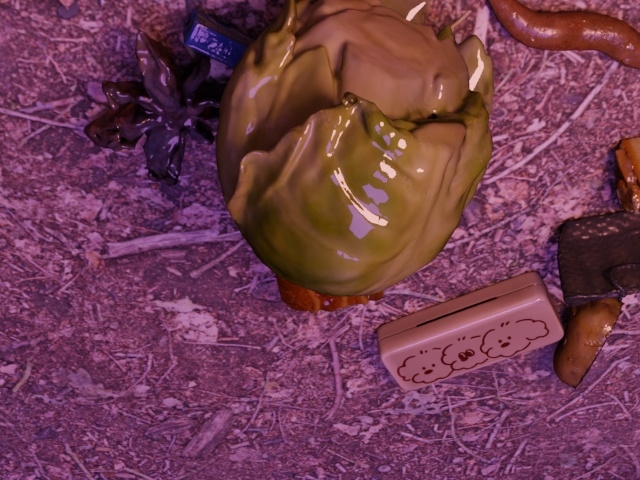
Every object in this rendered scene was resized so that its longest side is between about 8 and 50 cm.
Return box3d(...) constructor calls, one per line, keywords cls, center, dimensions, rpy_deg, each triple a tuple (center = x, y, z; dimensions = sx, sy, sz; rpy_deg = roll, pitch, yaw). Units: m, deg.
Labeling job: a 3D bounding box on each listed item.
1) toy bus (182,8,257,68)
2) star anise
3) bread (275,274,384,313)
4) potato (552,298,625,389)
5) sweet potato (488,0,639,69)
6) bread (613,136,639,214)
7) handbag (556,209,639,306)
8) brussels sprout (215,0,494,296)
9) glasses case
box3d(cls="toy bus", center=(-0.120, -0.271, 1.251), dimensions=(0.153, 0.061, 0.051), rpy_deg=(23, 122, -21))
box3d(cls="star anise", center=(-0.233, -0.181, 1.295), dimensions=(0.198, 0.110, 0.257), rpy_deg=(16, 135, -33))
box3d(cls="bread", center=(0.000, 0.000, 1.477), dimensions=(0.184, 0.114, 0.275), rpy_deg=(-8, 135, 5))
box3d(cls="potato", center=(0.496, 0.184, 1.671), dimensions=(0.081, 0.164, 0.200), rpy_deg=(27, 127, 15))
box3d(cls="sweet potato", center=(0.353, -0.299, 1.255), dimensions=(0.281, 0.059, 0.067), rpy_deg=(8, 123, -13))
box3d(cls="bread", center=(0.554, -0.105, 1.448), dimensions=(0.147, 0.127, 0.152), rpy_deg=(-15, 165, 8))
box3d(cls="handbag", center=(0.528, 0.031, 1.492), dimensions=(0.270, 0.175, 0.089), rpy_deg=(-11, 131, 4))
box3d(cls="brussels sprout", center=(0.034, -0.113, 1.160), dimensions=(0.342, 0.425, 0.361), rpy_deg=(31, 128, 3))
box3d(cls="glasses case", center=(0.283, 0.178, 1.682), dimensions=(0.336, 0.076, 0.144), rpy_deg=(-23, 130, 17))
